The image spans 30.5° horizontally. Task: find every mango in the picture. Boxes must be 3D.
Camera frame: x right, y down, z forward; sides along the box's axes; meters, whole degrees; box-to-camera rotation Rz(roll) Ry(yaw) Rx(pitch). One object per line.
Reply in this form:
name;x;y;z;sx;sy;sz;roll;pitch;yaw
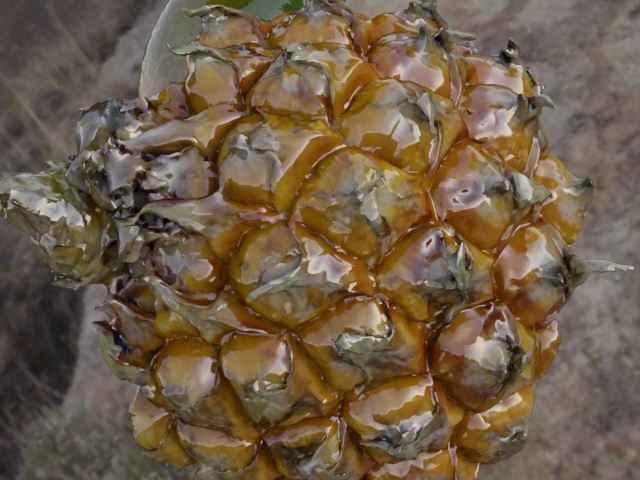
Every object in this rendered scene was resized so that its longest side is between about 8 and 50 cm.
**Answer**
mango;-0.070;-0.157;0.952;0.237;0.137;0.091;-59;-12;31

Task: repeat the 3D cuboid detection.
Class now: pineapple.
pineapple;-0.003;-0.001;0.613;0.209;0.286;0.344;-6;76;50
